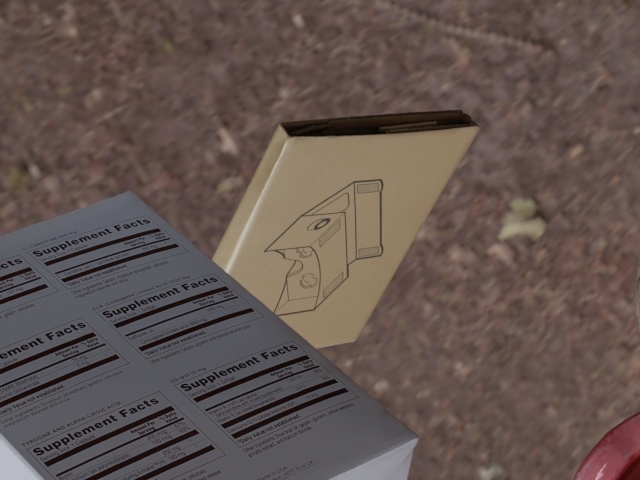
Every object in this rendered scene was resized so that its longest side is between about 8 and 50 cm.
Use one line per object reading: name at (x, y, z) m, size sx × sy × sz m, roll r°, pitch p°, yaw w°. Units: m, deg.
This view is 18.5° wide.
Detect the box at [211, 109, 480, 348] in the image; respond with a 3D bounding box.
box at (0.000, 0.000, 1.289) m, size 0.021 × 0.164 × 0.201 m, roll 52°, pitch 130°, yaw 30°

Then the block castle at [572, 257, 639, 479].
block castle at (0.292, -0.023, 0.600) m, size 0.303 × 0.213 × 0.453 m, roll 29°, pitch 91°, yaw 5°

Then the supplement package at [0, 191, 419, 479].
supplement package at (-0.090, 0.124, 0.849) m, size 0.203 × 0.149 × 0.194 m, roll 39°, pitch 134°, yaw 36°
